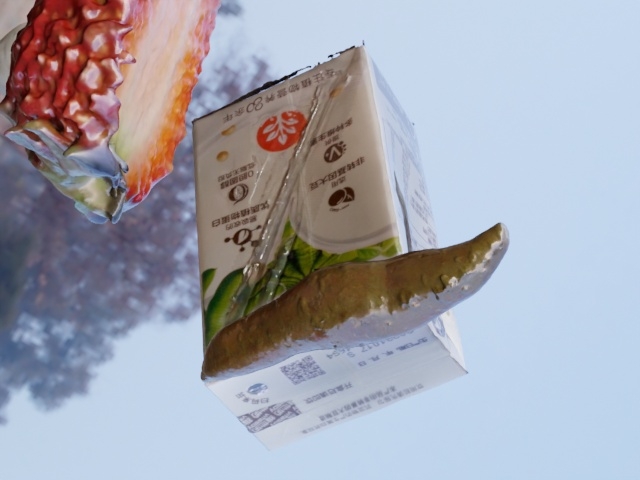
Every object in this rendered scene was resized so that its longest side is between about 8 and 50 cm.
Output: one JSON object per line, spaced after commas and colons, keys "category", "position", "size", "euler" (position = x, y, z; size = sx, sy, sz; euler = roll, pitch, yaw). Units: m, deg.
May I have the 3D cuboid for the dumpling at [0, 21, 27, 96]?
{"category": "dumpling", "position": [-0.329, -0.206, 1.615], "size": [0.127, 0.188, 0.108], "euler": [4, 97, -76]}

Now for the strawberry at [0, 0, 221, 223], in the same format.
{"category": "strawberry", "position": [-0.165, -0.176, 1.095], "size": [0.233, 0.138, 0.306], "euler": [82, 26, -73]}

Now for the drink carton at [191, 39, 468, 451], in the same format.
{"category": "drink carton", "position": [0.000, -0.001, 1.184], "size": [0.194, 0.132, 0.324], "euler": [-24, -137, 16]}

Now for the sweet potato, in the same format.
{"category": "sweet potato", "position": [0.012, 0.049, 0.940], "size": [0.274, 0.067, 0.067], "euler": [-22, -147, 27]}
